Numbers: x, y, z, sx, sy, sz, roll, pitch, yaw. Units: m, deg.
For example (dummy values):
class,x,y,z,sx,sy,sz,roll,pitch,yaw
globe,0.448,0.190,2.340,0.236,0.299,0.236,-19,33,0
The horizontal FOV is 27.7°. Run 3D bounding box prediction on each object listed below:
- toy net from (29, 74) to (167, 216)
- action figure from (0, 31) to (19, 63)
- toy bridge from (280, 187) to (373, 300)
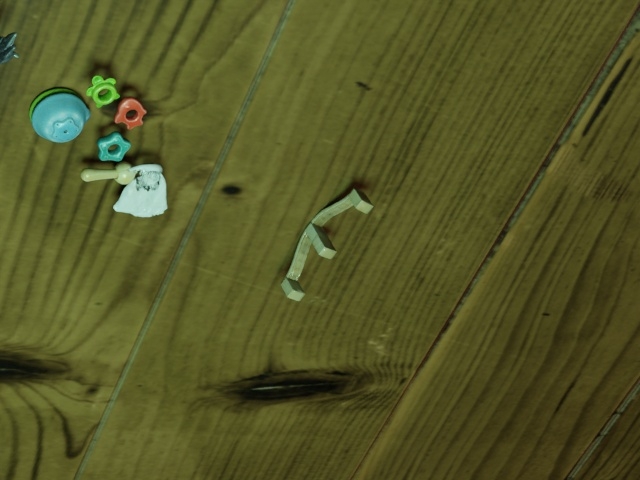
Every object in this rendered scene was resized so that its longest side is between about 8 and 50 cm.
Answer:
class,x,y,z,sx,sy,sz,roll,pitch,yaw
toy net,-0.251,-0.116,1.607,0.122,0.045,0.232,-36,137,5
action figure,-0.430,-0.196,1.357,0.164,0.276,0.141,-19,102,25
toy bridge,0.000,0.000,1.820,0.026,0.063,0.188,21,117,-38
